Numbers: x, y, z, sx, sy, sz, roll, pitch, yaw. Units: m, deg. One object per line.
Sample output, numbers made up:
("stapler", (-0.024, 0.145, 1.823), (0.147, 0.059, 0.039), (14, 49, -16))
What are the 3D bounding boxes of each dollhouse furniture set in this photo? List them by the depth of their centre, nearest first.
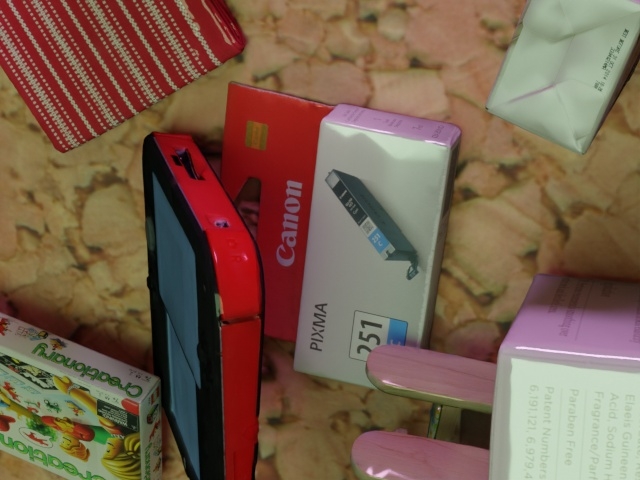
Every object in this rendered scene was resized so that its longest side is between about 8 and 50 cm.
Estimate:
("dollhouse furniture set", (0.021, 0.355, 1.490), (0.256, 0.394, 0.362), (10, 126, 2))

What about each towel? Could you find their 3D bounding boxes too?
("towel", (-0.231, -0.230, 1.592), (0.275, 0.031, 0.199), (-26, 103, 28))

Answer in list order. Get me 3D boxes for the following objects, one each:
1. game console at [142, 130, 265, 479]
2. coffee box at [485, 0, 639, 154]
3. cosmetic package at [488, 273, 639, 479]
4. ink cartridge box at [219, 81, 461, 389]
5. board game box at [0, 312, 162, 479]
("game console", (-0.130, 0.095, 1.514), (0.060, 0.386, 0.342), (-2, 114, -16))
("coffee box", (0.239, -0.189, 1.316), (0.098, 0.246, 0.141), (26, 116, 10))
("cosmetic package", (0.362, 0.229, 1.348), (0.394, 0.329, 0.327), (5, 100, 14))
("ink cartridge box", (0.000, 0.000, 1.582), (0.261, 0.066, 0.296), (12, 114, 14))
("board game box", (-0.329, 0.186, 1.741), (0.305, 0.053, 0.193), (20, 134, 16))
